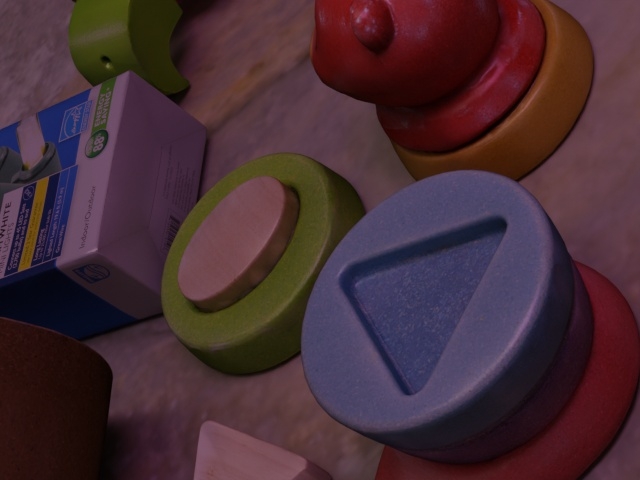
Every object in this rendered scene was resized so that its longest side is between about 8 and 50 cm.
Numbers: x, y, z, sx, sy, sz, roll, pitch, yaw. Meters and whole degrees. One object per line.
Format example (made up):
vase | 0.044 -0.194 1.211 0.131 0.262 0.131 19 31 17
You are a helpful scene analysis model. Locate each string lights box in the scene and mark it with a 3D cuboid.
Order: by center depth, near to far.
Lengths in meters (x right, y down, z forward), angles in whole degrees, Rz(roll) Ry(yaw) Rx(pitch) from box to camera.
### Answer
string lights box | -0.199 0.003 0.999 0.260 0.077 0.133 -19 51 33

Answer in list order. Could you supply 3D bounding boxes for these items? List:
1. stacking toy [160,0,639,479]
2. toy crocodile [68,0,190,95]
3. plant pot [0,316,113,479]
stacking toy | 0.000 0.000 0.773 0.280 0.130 0.309 -28 44 25
toy crocodile | -0.104 -0.244 1.091 0.115 0.105 0.340 -21 44 32
plant pot | -0.222 0.189 0.792 0.237 0.237 0.254 -20 63 32
